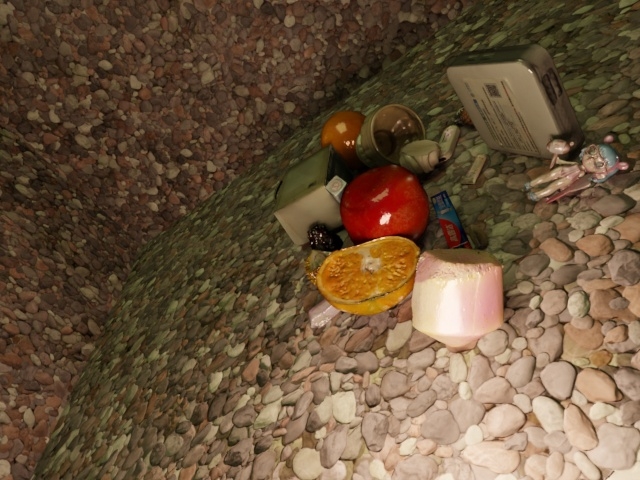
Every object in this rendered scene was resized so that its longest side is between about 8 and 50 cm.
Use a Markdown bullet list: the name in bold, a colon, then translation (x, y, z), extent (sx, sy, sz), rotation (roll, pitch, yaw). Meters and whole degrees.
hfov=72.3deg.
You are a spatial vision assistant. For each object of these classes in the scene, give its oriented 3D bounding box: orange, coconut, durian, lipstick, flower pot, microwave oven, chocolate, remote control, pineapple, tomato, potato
- **orange**: translation (0.150, -0.511, 2.246), extent (0.312, 0.312, 0.312), rotation (-30, 30, 19)
- **coconut**: translation (0.346, 0.151, 1.123), extent (0.233, 0.245, 0.233), rotation (-1, 14, 0)
- **durian**: translation (0.037, 0.116, 1.639), extent (0.249, 0.183, 0.138), rotation (-159, 75, -76)
- **lipstick**: translation (0.121, -0.152, 1.776), extent (0.077, 0.289, 0.076), rotation (-48, 53, 0)
- **flower pot**: translation (0.306, -0.456, 2.003), extent (0.307, 0.307, 0.244), rotation (-48, 13, -15)
- **microwave oven**: translation (-0.019, -0.209, 2.067), extent (0.333, 0.247, 0.394), rotation (-25, 32, 24)
- **chocolate**: translation (0.000, 0.000, 1.865), extent (0.156, 0.133, 0.156), rotation (-32, 28, 19)
- **remote control**: translation (0.549, -0.424, 1.900), extent (0.078, 0.042, 0.221), rotation (-8, 43, 43)
- **pineapple**: translation (0.647, -0.548, 1.912), extent (0.108, 0.108, 0.197), rotation (-47, 18, -14)
- **tomato**: translation (0.228, -0.104, 1.583), extent (0.289, 0.293, 0.325), rotation (-35, 32, -26)
- **potato**: translation (0.498, -0.008, 1.381), extent (0.037, 0.036, 0.093), rotation (-5, 49, -9)
- **orange**: translation (0.149, 0.114, 1.396), extent (0.310, 0.274, 0.274), rotation (3, 25, -15)

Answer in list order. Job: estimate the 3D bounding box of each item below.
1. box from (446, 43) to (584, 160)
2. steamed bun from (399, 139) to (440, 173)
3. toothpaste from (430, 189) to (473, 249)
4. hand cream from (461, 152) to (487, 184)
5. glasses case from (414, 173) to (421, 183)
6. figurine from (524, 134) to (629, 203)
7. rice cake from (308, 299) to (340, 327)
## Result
- **box**: translation (0.638, -0.454, 1.464), extent (0.111, 0.396, 0.396), rotation (-44, 29, -4)
- **steamed bun**: translation (0.417, -0.342, 1.829), extent (0.182, 0.106, 0.183), rotation (-12, 33, 8)
- **toothpaste**: translation (0.437, -0.051, 1.463), extent (0.066, 0.076, 0.320), rotation (-27, 31, 18)
- **hand cream**: translation (0.584, -0.266, 1.647), extent (0.061, 0.039, 0.143), rotation (14, 68, 49)
- **glasses case**: translation (0.292, -0.240, 1.914), extent (0.131, 0.074, 0.323), rotation (-47, 29, -12)
- **figurine**: translation (0.735, -0.214, 1.294), extent (0.260, 0.103, 0.205), rotation (-28, 55, 29)
- **rice cake**: translation (0.099, 0.182, 1.561), extent (0.365, 0.056, 0.073), rotation (-39, 30, 2)
